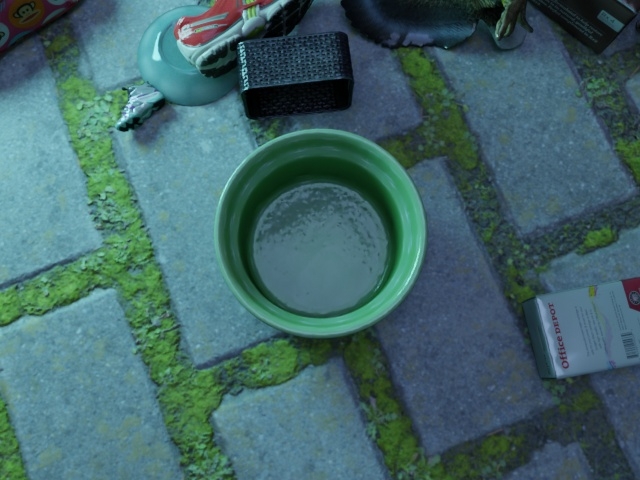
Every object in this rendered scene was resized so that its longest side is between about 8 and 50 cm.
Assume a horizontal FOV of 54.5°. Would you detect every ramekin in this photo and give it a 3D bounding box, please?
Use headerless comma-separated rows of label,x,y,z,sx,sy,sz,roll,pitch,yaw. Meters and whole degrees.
ramekin,0.000,0.000,0.940,0.303,0.148,0.304,0,77,0

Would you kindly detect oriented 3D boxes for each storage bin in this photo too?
storage bin,-0.041,-0.266,1.013,0.180,0.122,0.085,-6,78,-2

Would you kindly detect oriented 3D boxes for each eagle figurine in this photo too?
eagle figurine,0.215,-0.442,1.047,0.298,0.225,0.226,18,31,33

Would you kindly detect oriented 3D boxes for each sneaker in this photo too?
sneaker,-0.119,-0.387,1.028,0.279,0.107,0.118,-38,84,-22
sneaker,-0.319,-0.232,1.049,0.098,0.038,0.069,-41,79,-18

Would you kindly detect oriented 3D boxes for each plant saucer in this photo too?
plant saucer,-0.224,-0.329,1.070,0.194,0.037,0.195,0,78,0

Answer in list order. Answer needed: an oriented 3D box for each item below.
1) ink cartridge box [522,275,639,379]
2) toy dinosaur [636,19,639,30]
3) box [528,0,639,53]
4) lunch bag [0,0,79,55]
ink cartridge box,0.415,0.135,0.951,0.175,0.072,0.128,-9,78,-3
toy dinosaur,0.581,-0.378,1.059,0.053,0.092,0.183,33,79,7
box,0.546,-0.534,1.073,0.191,0.143,0.381,41,78,8
lunch bag,-0.583,-0.462,1.062,0.293,0.120,0.258,-40,77,-10
